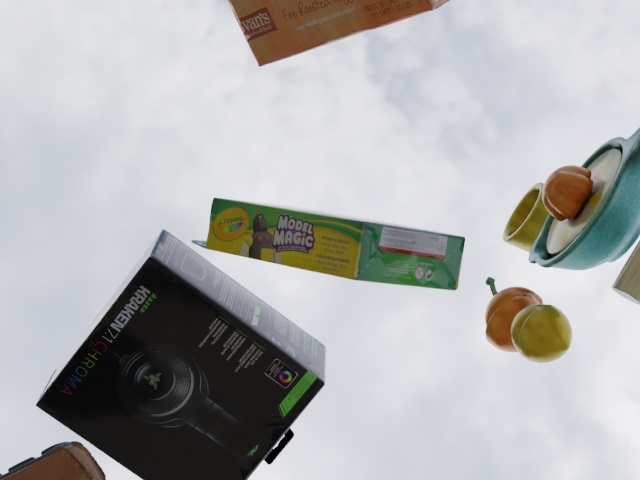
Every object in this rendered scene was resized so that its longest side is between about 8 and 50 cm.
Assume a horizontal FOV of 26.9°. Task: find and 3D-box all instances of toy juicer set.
[{"bbox_3d":[0.222,-0.001,1.169,0.209,0.089,0.329,-61,-171,-24],"label":"toy juicer set"}]

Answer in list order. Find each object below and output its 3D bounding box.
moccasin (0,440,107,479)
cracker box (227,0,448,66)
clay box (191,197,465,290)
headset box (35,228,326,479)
[{"bbox_3d":[-0.388,0.353,1.392,0.147,0.380,0.139,59,-24,20],"label":"moccasin"},{"bbox_3d":[0.073,-0.189,0.796,0.155,0.232,0.067,-8,-69,51],"label":"cracker box"},{"bbox_3d":[0.000,0.000,1.161,0.222,0.127,0.053,12,-87,46],"label":"clay box"},{"bbox_3d":[-0.160,0.174,1.658,0.283,0.131,0.246,37,-77,-9],"label":"headset box"}]
